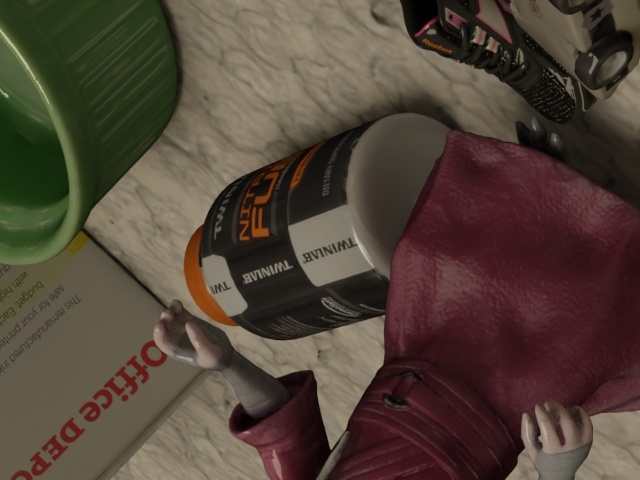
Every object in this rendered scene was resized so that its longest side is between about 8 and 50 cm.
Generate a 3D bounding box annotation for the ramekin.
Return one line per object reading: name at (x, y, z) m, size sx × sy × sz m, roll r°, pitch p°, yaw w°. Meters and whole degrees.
ramekin at (-0.255, -0.144, 1.397) m, size 0.303 × 0.148 × 0.303 m, roll 26°, pitch 141°, yaw 24°

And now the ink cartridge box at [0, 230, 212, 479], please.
ink cartridge box at (-0.332, 0.089, 1.595) m, size 0.384 × 0.279 × 0.160 m, roll 43°, pitch 145°, yaw 2°

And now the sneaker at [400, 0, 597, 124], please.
sneaker at (0.092, -0.133, 1.125) m, size 0.178 × 0.077 × 0.072 m, roll 44°, pitch 146°, yaw -1°

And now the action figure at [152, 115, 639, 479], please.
action figure at (0.063, 0.111, 1.118) m, size 0.248 × 0.370 × 0.276 m, roll 30°, pitch 157°, yaw 24°

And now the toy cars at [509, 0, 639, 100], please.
toy cars at (0.202, -0.087, 1.021) m, size 0.394 × 0.087 × 0.176 m, roll 49°, pitch 179°, yaw -22°

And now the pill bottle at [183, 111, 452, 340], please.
pill bottle at (0.000, 0.000, 1.305) m, size 0.245 × 0.130 × 0.130 m, roll -20°, pitch 111°, yaw 52°
